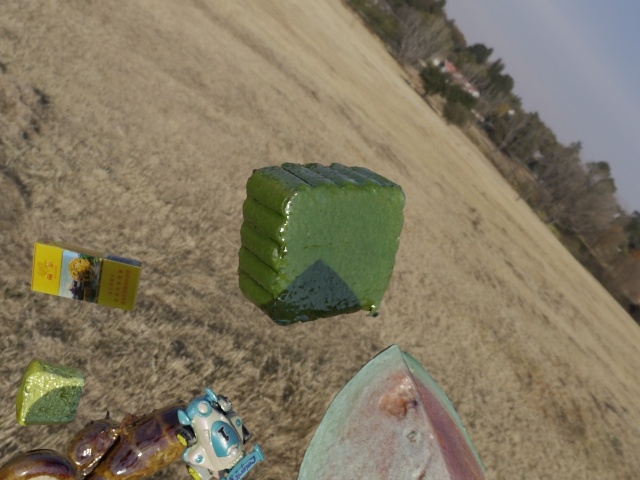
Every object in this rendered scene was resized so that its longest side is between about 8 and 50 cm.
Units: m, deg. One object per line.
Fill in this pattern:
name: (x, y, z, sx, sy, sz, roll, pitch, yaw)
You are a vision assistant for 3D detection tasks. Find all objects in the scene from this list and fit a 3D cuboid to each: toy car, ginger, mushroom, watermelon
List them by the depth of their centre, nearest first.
watermelon: (0.091, 0.235, 0.521, 0.207, 0.136, 0.202, 34, 30, -24)
mushroom: (-0.464, 0.395, 0.880, 0.127, 0.127, 0.087, 26, 28, -42)
toy car: (-0.176, 0.351, 0.950, 0.126, 0.098, 0.161, -35, 122, -40)
ginger: (-0.534, 0.577, 1.562, 0.418, 0.176, 0.254, -24, 59, -24)

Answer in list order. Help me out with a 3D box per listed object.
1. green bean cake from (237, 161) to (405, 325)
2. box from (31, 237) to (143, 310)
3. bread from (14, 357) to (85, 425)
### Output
green bean cake: (0.000, 0.000, 0.901, 0.250, 0.247, 0.156, -7, 24, -33)
box: (-0.359, 0.054, 0.823, 0.155, 0.087, 0.023, 14, 28, -9)
bread: (-0.554, 0.308, 1.086, 0.114, 0.129, 0.111, 19, -7, -31)
